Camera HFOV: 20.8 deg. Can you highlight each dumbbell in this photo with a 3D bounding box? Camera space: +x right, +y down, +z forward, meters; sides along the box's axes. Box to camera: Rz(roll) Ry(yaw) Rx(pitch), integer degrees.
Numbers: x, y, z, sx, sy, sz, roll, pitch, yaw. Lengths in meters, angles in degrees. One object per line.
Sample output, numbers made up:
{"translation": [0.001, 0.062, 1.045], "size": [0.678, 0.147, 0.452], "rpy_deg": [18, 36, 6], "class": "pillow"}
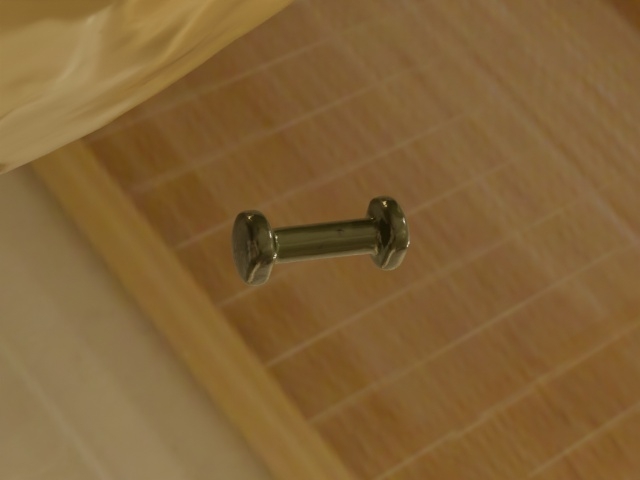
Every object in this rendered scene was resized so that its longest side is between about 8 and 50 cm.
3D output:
{"translation": [0.000, 0.000, 1.156], "size": [0.052, 0.118, 0.046], "rpy_deg": [106, -30, -47], "class": "dumbbell"}

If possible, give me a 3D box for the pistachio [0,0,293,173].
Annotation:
{"translation": [-0.095, -0.129, 0.359], "size": [0.321, 0.229, 0.238], "rpy_deg": [-30, -63, 25], "class": "pistachio"}
